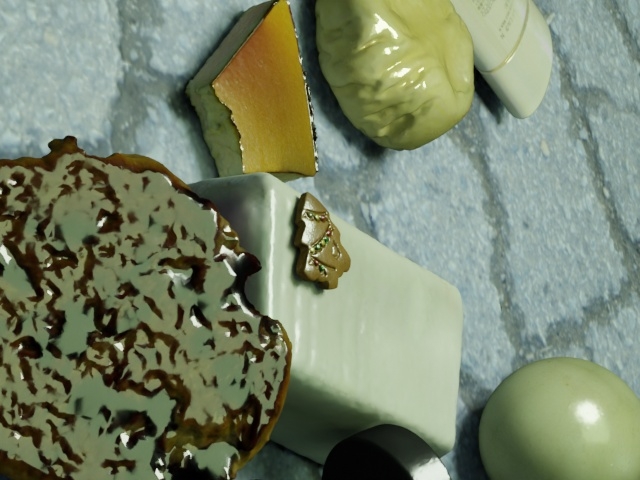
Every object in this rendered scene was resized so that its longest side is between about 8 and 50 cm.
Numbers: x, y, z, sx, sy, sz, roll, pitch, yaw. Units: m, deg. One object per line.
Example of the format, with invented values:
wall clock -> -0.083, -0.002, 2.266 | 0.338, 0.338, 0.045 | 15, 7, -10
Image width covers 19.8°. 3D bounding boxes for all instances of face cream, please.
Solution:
face cream -> 0.185, -0.326, 2.296 | 0.348, 0.081, 0.174 | 49, 40, -35

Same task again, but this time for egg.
egg -> 0.286, 0.229, 2.119 | 0.253, 0.188, 0.189 | 7, 71, -63

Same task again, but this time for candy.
candy -> -0.005, 0.086, 1.773 | 0.358, 0.145, 0.208 | 31, 52, -46

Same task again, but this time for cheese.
cheese -> 0.079, -0.222, 2.071 | 0.214, 0.117, 0.226 | 42, 39, -35

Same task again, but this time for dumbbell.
dumbbell -> 0.006, 0.267, 1.654 | 0.218, 0.152, 0.153 | -19, 93, -38

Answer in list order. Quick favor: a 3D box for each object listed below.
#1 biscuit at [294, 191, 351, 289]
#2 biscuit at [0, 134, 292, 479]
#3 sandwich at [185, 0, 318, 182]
biscuit -> 0.000, 0.000, 1.670 | 0.082, 0.016, 0.092 | -7, 86, -56
biscuit -> -0.180, 0.075, 1.498 | 0.334, 0.081, 0.289 | 34, 67, -21
sandwich -> -0.077, -0.155, 1.845 | 0.162, 0.058, 0.193 | -1, 80, -56
